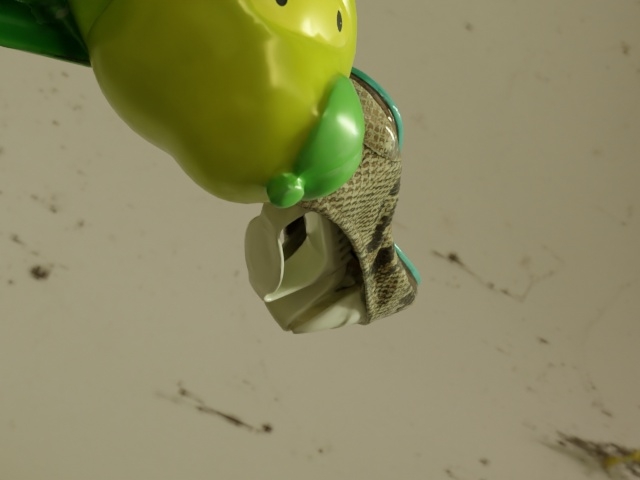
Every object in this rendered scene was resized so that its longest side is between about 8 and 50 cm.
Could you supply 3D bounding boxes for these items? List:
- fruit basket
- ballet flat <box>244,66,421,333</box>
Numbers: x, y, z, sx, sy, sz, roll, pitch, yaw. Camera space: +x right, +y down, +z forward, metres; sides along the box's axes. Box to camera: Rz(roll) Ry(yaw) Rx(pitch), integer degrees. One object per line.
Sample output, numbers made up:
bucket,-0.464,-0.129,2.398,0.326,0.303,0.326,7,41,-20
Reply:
fruit basket,-0.086,-0.200,0.777,0.283,0.392,0.392,-69,-155,12
ballet flat,0.000,0.000,1.201,0.182,0.164,0.483,-47,161,-13
